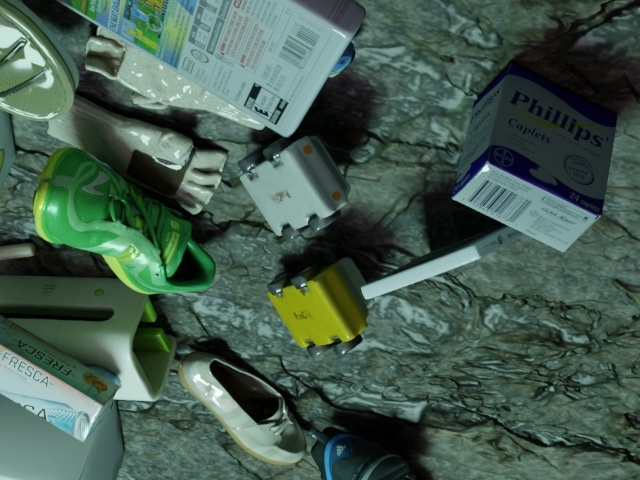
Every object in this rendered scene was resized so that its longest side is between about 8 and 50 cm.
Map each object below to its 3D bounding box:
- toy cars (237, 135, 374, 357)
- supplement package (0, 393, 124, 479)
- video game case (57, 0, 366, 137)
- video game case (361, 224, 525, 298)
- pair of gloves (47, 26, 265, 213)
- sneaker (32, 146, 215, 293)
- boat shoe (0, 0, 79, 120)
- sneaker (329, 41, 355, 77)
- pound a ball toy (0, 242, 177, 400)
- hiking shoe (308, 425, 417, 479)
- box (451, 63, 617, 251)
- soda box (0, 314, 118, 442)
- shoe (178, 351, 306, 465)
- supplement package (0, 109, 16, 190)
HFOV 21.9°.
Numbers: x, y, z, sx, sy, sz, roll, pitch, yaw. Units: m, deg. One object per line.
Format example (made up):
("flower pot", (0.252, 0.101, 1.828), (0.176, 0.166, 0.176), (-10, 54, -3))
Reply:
("toy cars", (0.000, 0.000, 1.798), (0.176, 0.087, 0.394), (43, 158, 34))
("supplement package", (-0.435, 0.286, 2.254), (0.292, 0.175, 0.178), (10, 141, 8))
("video game case", (-0.123, -0.219, 1.484), (0.300, 0.036, 0.329), (31, 166, -3))
("video game case", (0.141, 0.015, 1.747), (0.157, 0.143, 0.019), (-22, 91, 39))
("pair of gloves", (-0.171, -0.132, 1.744), (0.204, 0.042, 0.240), (27, 141, -13))
("sneaker", (-0.206, -0.020, 1.806), (0.123, 0.109, 0.295), (6, 164, 29))
("boat shoe", (-0.351, -0.242, 1.622), (0.113, 0.103, 0.302), (-31, 122, 29))
("sneaker", (-0.038, -0.210, 1.581), (0.162, 0.063, 0.073), (25, 139, -11))
("pound a ball toy", (-0.365, 0.107, 2.038), (0.319, 0.136, 0.208), (1, 140, 18))
("hiking shoe", (0.068, 0.338, 2.219), (0.132, 0.113, 0.304), (35, 158, 27))
("box", (0.207, -0.080, 1.589), (0.126, 0.137, 0.072), (25, 140, -11))
("soda box", (-0.336, 0.160, 1.964), (0.183, 0.058, 0.063), (30, 115, 4))
("shoe", (-0.089, 0.217, 2.121), (0.058, 0.077, 0.219), (-20, 128, 44))
("supplement package", (-0.433, -0.090, 1.760), (0.149, 0.203, 0.194), (11, 143, 6))
